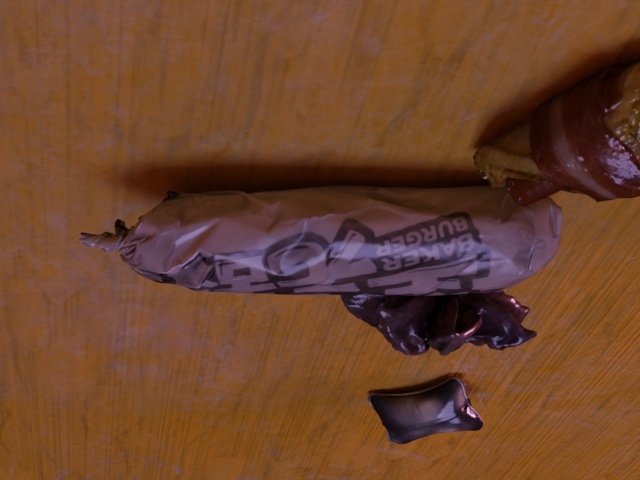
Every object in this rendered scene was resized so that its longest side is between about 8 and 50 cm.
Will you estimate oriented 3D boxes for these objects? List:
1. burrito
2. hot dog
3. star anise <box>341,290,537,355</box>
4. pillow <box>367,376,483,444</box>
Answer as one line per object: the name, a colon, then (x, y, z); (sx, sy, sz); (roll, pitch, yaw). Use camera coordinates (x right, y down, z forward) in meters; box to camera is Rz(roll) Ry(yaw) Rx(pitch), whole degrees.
burrito: (0.000, 0.000, 1.324); (0.445, 0.101, 0.139); (0, 164, -9)
hot dog: (0.244, -0.081, 1.187); (0.123, 0.093, 0.261); (19, 146, -34)
star anise: (0.110, 0.072, 1.451); (0.197, 0.073, 0.212); (20, -167, 42)
pillow: (0.135, 0.219, 1.812); (0.135, 0.055, 0.091); (-15, 148, 21)
